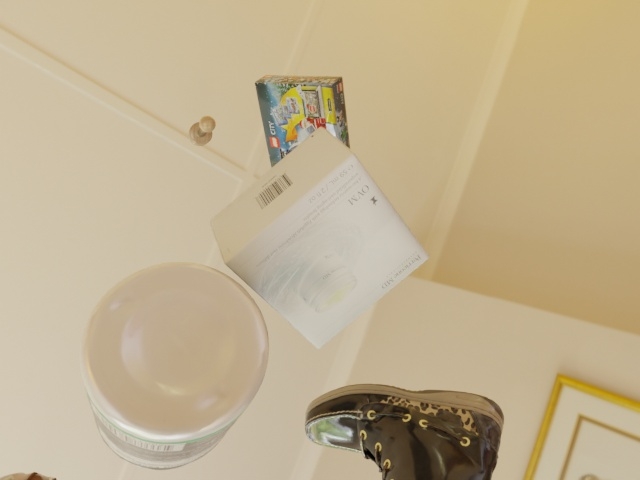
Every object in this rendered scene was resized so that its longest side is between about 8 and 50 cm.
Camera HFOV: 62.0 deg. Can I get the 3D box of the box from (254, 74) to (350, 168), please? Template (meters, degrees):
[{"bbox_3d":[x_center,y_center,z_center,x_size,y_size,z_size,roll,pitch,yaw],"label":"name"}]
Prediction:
[{"bbox_3d":[-0.025,-0.187,0.994,0.044,0.159,0.233,-49,-40,-45],"label":"box"}]

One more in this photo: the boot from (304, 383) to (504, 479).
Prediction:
[{"bbox_3d":[0.119,0.400,0.912,0.284,0.377,0.138,-67,-33,-51],"label":"boot"}]

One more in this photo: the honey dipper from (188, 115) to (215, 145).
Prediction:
[{"bbox_3d":[-0.145,-0.134,0.652,0.030,0.160,0.031,-2,-82,-15],"label":"honey dipper"}]

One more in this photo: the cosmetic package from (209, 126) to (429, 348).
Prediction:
[{"bbox_3d":[0.000,0.000,0.794,0.224,0.138,0.225,-40,-56,3],"label":"cosmetic package"}]

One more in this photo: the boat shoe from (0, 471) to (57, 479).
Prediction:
[{"bbox_3d":[-0.138,0.253,0.288,0.116,0.324,0.123,7,-73,-32],"label":"boat shoe"}]

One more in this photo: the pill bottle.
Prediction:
[{"bbox_3d":[-0.202,0.193,0.720,0.204,0.361,0.204,9,-120,-15],"label":"pill bottle"}]
